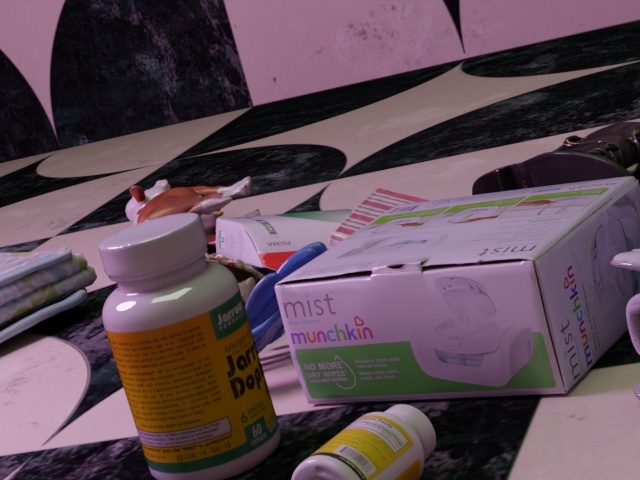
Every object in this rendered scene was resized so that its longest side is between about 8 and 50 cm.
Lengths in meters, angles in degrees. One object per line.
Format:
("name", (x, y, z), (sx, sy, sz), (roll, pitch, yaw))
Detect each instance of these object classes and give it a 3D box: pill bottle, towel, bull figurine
("pill bottle", (-0.113, 0.088, 1.288), (0.117, 0.208, 0.117), (-15, 12, 3))
("towel", (-0.508, 0.108, 1.963), (0.374, 0.090, 0.320), (-25, 13, -36))
("pill bottle", (0.035, 0.163, 1.121), (0.065, 0.065, 0.116), (-5, 15, 38))
("towel", (0.104, -0.007, 1.765), (0.144, 0.029, 0.197), (14, 22, 15))
("bull figurine", (-0.179, -0.032, 2.126), (0.188, 0.101, 0.310), (-14, 12, -1))

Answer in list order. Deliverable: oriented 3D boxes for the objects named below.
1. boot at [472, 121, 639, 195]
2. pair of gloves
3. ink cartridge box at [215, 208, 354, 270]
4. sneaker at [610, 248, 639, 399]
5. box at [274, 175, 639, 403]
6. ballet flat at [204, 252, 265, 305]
("boot", (0.326, -0.093, 1.816), (0.229, 0.091, 0.263), (-24, 13, -32))
("pair of gloves", (-0.046, 0.063, 1.492), (0.159, 0.023, 0.198), (-45, -12, 2))
("ink cartridge box", (0.000, 0.000, 1.797), (0.181, 0.056, 0.225), (-4, 5, -24))
("sneaker", (0.315, 0.022, 1.227), (0.210, 0.137, 0.366), (-15, 15, -10))
("box", (0.135, 0.042, 1.384), (0.262, 0.127, 0.231), (-6, 16, 34))
("ballet flat", (-0.124, 0.047, 1.669), (0.077, 0.091, 0.241), (8, 5, 22))
